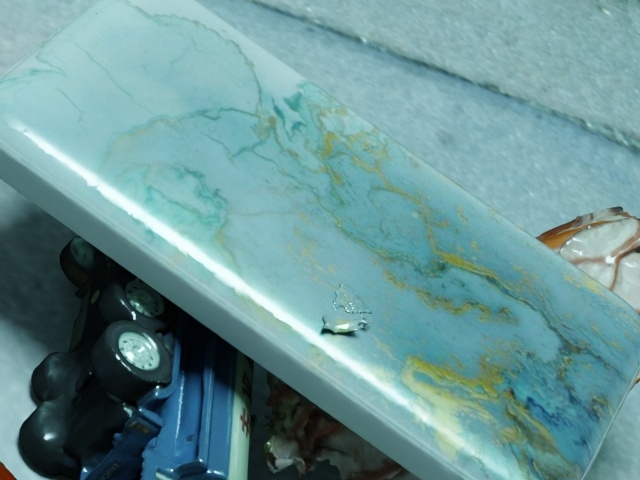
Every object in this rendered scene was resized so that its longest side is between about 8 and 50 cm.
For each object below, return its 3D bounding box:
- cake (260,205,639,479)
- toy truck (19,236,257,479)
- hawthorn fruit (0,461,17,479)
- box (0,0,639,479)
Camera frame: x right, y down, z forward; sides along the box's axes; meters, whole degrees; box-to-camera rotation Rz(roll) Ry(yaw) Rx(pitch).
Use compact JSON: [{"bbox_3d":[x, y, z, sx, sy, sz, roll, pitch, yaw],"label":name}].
[{"bbox_3d":[0.076,0.053,0.789,0.287,0.135,0.098,-28,97,-53],"label":"cake"},{"bbox_3d":[-0.065,0.048,0.718,0.088,0.074,0.201,29,34,-21],"label":"toy truck"},{"bbox_3d":[-0.138,0.121,0.512,0.172,0.148,0.148,41,28,-29],"label":"hawthorn fruit"},{"bbox_3d":[0.000,0.000,0.711,0.285,0.044,0.142,35,42,4],"label":"box"}]
